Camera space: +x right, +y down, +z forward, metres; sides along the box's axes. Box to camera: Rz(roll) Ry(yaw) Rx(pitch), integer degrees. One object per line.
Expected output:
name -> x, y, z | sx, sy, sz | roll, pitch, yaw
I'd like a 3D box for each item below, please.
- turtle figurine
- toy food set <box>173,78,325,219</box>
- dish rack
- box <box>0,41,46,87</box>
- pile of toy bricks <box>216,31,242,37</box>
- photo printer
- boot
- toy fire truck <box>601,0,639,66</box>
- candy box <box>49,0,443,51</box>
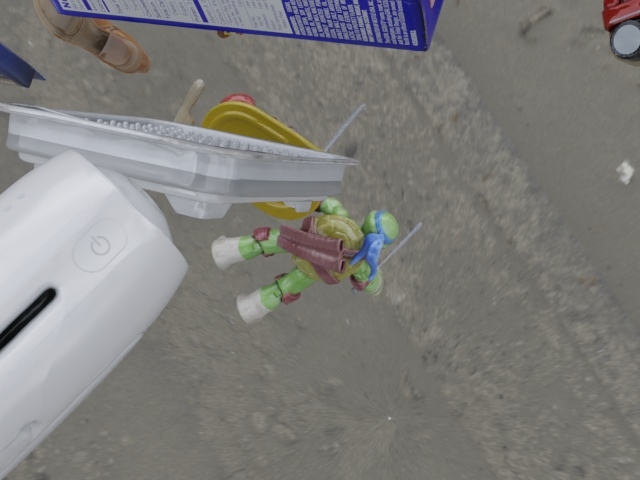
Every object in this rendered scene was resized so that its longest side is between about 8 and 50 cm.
turtle figurine -> 0.000, 0.000, 1.649 | 0.266, 0.198, 0.274 | -22, 42, 19
toy food set -> -0.075, -0.120, 1.430 | 0.218, 0.071, 0.128 | 34, 130, 10
dish rack -> -0.138, -0.079, 1.177 | 0.286, 0.333, 0.072 | 12, 98, 22
box -> -0.499, -0.266, 1.623 | 0.137, 0.225, 0.036 | 11, 78, 22
pile of toy bricks -> -0.156, -0.267, 1.134 | 0.105, 0.212, 0.118 | -36, 45, 13
photo printer -> -0.200, 0.061, 0.671 | 0.256, 0.307, 0.107 | -45, 101, -8
boot -> -0.363, -0.331, 1.851 | 0.197, 0.152, 0.073 | 41, 95, 3
toy fire truck -> 0.501, -0.392, 1.646 | 0.217, 0.159, 0.246 | -16, 77, 38
candy box -> -0.043, -0.294, 0.903 | 0.317, 0.122, 0.268 | 9, 60, 16
